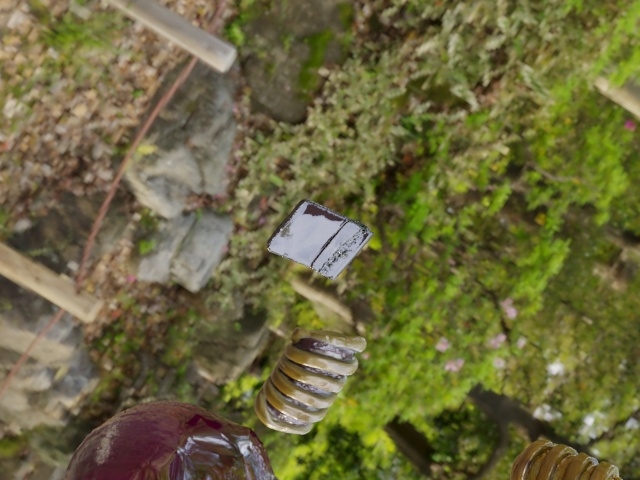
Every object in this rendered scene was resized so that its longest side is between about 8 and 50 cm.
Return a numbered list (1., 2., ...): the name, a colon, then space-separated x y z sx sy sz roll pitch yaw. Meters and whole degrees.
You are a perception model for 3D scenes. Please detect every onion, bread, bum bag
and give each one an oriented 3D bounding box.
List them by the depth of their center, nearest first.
1. onion: -0.247 0.385 1.313 0.348 0.385 0.347 -9 90 -72
2. bread: 0.368 0.370 1.509 0.119 0.177 0.084 -59 143 -17
3. bum bag: 0.000 0.000 1.559 0.109 0.159 0.026 -51 -137 18
4. bread: -0.019 0.244 1.750 0.225 0.134 0.081 -59 -154 24
